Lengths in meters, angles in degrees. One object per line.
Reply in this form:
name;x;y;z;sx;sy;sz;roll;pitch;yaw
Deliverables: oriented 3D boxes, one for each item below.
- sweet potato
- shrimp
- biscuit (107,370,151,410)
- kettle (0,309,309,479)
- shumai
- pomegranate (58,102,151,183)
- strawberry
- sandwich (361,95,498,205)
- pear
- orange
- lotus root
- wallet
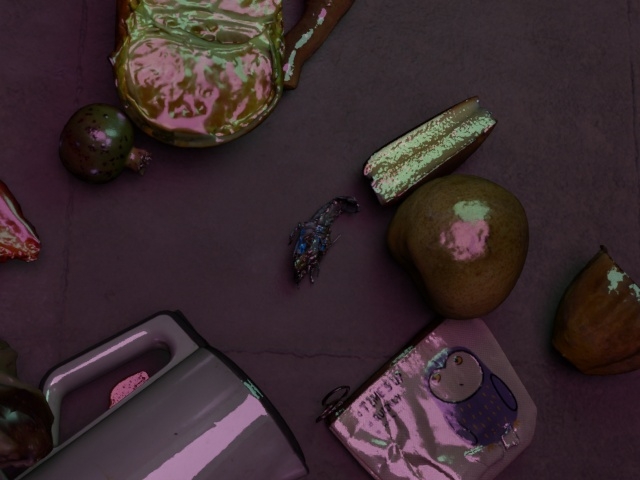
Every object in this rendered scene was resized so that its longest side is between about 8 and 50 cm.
sweet potato;0.011;-0.418;1.717;0.109;0.109;0.385;25;84;-9
shrimp;-0.003;-0.002;1.648;0.174;0.076;0.082;-53;136;-23
biscuit;-0.266;0.261;1.526;0.102;0.019;0.130;-8;81;-15
kettle;-0.262;0.304;1.411;0.377;0.250;0.361;-38;61;-17
shumai;-0.478;0.197;1.290;0.346;0.283;0.217;-19;92;-54
pomegranate;-0.332;-0.143;1.542;0.130;0.130;0.130;3;77;-15
strawberry;-0.520;-0.042;1.488;0.228;0.098;0.174;19;57;-23
sandwich;0.174;-0.143;1.704;0.258;0.096;0.094;-32;81;-18
pear;0.230;0.003;1.633;0.211;0.188;0.228;-34;88;-7
orange;-0.185;-0.300;1.585;0.263;0.196;0.334;-5;74;-2
lotus root;0.481;0.142;1.709;0.180;0.199;0.188;-45;52;9
wallet;0.186;0.274;1.626;0.335;0.068;0.275;-38;88;-21
